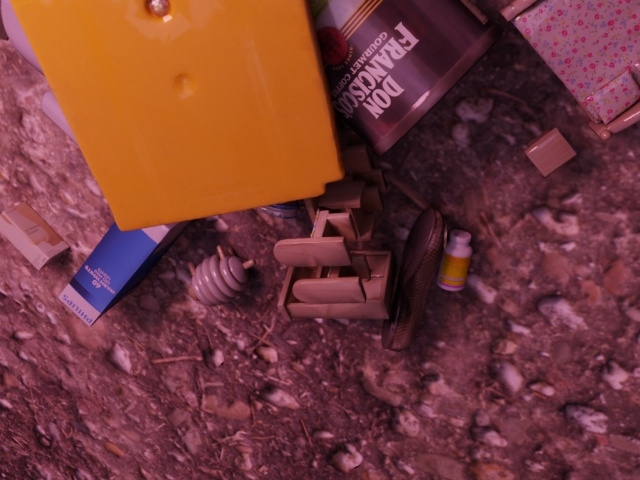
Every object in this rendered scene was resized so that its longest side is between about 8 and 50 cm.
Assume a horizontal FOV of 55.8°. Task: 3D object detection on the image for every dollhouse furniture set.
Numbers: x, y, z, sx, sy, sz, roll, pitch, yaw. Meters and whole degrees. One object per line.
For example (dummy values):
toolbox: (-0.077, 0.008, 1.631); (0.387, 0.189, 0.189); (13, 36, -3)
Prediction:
dollhouse furniture set: (0.000, 0.000, 0.839); (0.160, 0.212, 0.242); (-2, 137, 19)
dollhouse furniture set: (0.298, -0.260, 0.606); (0.355, 0.174, 0.303); (-40, 105, 23)

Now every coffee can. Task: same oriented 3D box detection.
coffee can: (0.043, -0.265, 0.708); (0.275, 0.201, 0.201); (44, 119, -3)

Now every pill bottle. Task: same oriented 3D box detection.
pill bottle: (0.195, 0.028, 0.875); (0.043, 0.043, 0.083); (12, 117, 13)

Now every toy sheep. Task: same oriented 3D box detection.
toy sheep: (-0.162, 0.059, 0.987); (0.132, 0.091, 0.091); (-29, 101, 21)

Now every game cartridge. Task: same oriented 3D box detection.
game cartridge: (-0.139, -0.174, 0.640); (0.285, 0.053, 0.324); (-9, 124, 7)

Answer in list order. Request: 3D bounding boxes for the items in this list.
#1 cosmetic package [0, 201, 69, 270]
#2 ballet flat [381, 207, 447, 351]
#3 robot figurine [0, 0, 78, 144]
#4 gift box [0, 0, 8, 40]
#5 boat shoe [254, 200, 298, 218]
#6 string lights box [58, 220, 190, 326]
cosmetic package: (-0.519, -0.009, 1.088); (0.041, 0.060, 0.115); (-39, 98, 27)
ballet flat: (0.146, 0.065, 0.894); (0.058, 0.084, 0.250); (10, 118, -6)
robot figurine: (-0.261, -0.263, 0.777); (0.353, 0.199, 0.300); (39, 109, 25)
gift box: (-0.524, -0.440, 0.796); (0.255, 0.258, 0.277); (27, 99, 8)
boat shoe: (-0.115, -0.090, 0.919); (0.183, 0.066, 0.066); (16, 107, 10)
string lights box: (-0.304, 0.015, 0.984); (0.076, 0.133, 0.259); (44, 118, -4)
